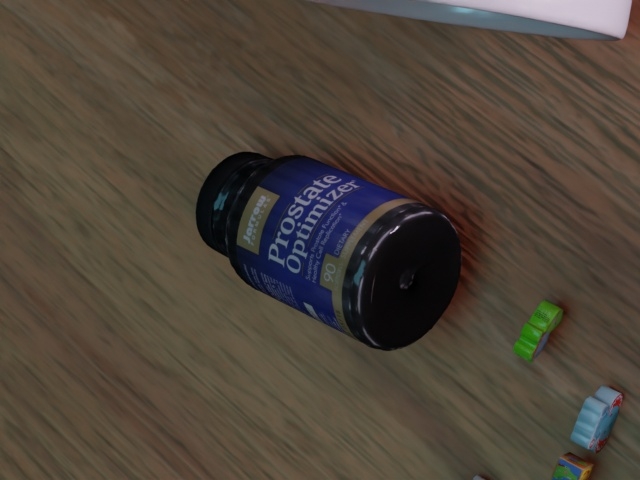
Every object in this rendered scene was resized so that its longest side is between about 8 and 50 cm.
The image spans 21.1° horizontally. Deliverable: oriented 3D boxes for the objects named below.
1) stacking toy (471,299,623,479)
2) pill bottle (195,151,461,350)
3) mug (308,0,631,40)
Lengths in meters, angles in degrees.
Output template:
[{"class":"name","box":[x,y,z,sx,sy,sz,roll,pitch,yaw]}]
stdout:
[{"class":"stacking toy","box":[0.207,0.176,1.357,0.167,0.052,0.221,28,108,26]},{"class":"pill bottle","box":[0.000,0.000,1.417,0.219,0.123,0.122,24,108,42]},{"class":"mug","box":[0.087,-0.332,1.275,0.374,0.276,0.328,18,101,62]}]
